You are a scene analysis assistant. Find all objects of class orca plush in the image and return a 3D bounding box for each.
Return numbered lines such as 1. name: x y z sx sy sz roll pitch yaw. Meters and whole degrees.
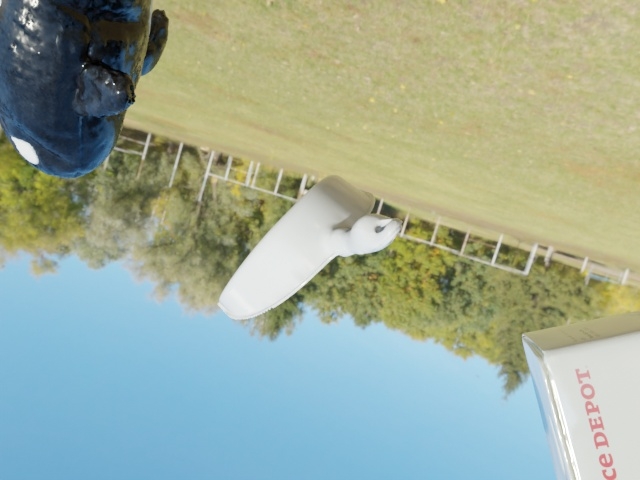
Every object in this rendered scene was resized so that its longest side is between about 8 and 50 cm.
1. orca plush: -0.126 -0.129 0.346 0.102 0.287 0.151 51 -154 16

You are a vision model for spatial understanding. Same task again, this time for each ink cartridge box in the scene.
1. ink cartridge box: 0.280 0.128 0.407 0.212 0.154 0.093 -14 177 9

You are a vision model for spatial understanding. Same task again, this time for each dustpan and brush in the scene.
1. dustpan and brush: 0.000 0.000 0.382 0.060 0.147 0.211 43 162 0
